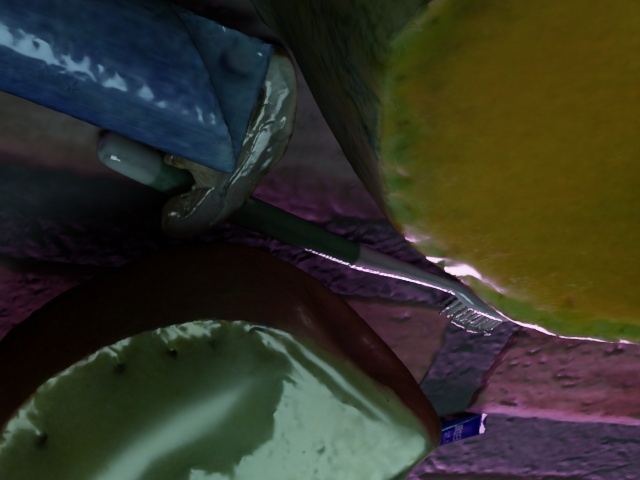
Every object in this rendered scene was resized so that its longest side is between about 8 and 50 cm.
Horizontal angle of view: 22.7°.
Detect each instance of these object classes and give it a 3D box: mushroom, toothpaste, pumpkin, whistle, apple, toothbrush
[{"bbox_3d":[-0.040,-0.042,0.705,0.049,0.019,0.101,17,114,-29],"label":"mushroom"},{"bbox_3d":[0.055,0.114,0.914,0.083,0.015,0.024,-12,145,-10],"label":"toothpaste"},{"bbox_3d":[0.131,-0.108,0.575,0.332,0.199,0.332,-6,134,-6],"label":"pumpkin"},{"bbox_3d":[-0.152,-0.099,0.595,0.304,0.062,0.062,20,127,-29],"label":"whistle"},{"bbox_3d":[-0.057,0.092,0.749,0.188,0.174,0.207,-42,131,0],"label":"apple"},{"bbox_3d":[0.000,0.000,0.777,0.257,0.018,0.024,24,131,-35],"label":"toothbrush"}]
